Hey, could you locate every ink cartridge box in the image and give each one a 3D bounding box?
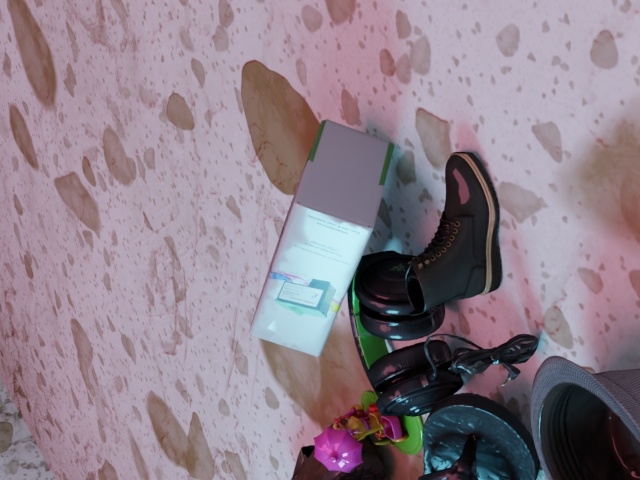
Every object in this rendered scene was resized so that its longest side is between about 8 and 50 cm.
[{"bbox_3d":[0.000,0.000,1.703,0.117,0.201,0.278,19,132,-2],"label":"ink cartridge box"}]

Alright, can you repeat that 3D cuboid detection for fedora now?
[{"bbox_3d":[0.359,0.232,1.360,0.244,0.124,0.275,46,152,40],"label":"fedora"}]

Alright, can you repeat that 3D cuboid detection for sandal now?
[{"bbox_3d":[0.205,0.385,1.680,0.167,0.107,0.446,17,137,12],"label":"sandal"}]

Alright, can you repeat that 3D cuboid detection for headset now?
[{"bbox_3d":[0.152,0.137,1.687,0.394,0.185,0.243,-164,62,-73],"label":"headset"}]

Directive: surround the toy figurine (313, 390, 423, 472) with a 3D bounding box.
[{"bbox_3d":[0.053,0.310,1.893,0.173,0.159,0.130,6,112,59],"label":"toy figurine"}]

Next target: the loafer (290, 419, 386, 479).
[{"bbox_3d":[0.012,0.433,2.104,0.366,0.134,0.130,-53,38,46],"label":"loafer"}]

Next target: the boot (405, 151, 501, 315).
[{"bbox_3d":[0.162,-0.007,1.533,0.077,0.137,0.198,6,112,58],"label":"boot"}]
